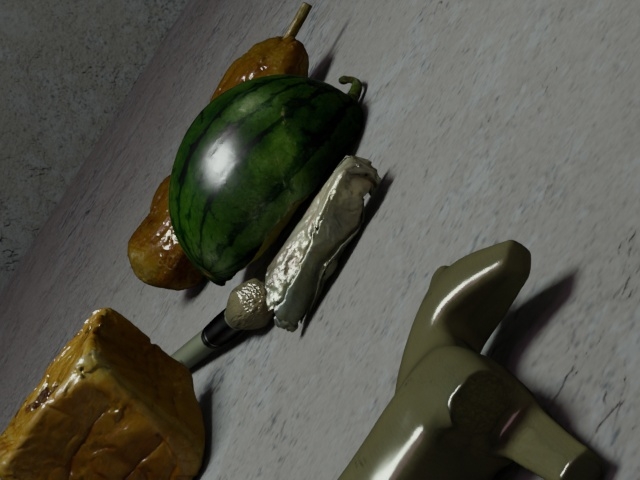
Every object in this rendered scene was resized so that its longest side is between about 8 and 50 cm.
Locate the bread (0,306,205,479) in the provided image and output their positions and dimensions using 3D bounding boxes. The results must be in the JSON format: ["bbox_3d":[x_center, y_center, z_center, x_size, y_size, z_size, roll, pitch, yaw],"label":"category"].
[{"bbox_3d":[-0.183,0.166,1.411,0.149,0.143,0.158,-49,16,14],"label":"bread"}]

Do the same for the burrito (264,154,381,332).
[{"bbox_3d":[0.000,0.000,1.311,0.149,0.041,0.055,-59,27,3],"label":"burrito"}]

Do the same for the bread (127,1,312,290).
[{"bbox_3d":[-0.090,-0.098,1.752,0.124,0.084,0.344,28,87,54],"label":"bread"}]

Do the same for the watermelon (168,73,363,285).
[{"bbox_3d":[-0.062,-0.076,1.519,0.232,0.127,0.204,-53,11,5],"label":"watermelon"}]

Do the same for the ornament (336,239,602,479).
[{"bbox_3d":[0.058,0.108,0.843,0.230,0.061,0.245,-57,17,2],"label":"ornament"}]

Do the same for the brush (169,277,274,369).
[{"bbox_3d":[-0.102,0.089,1.512,0.299,0.039,0.042,-37,65,62],"label":"brush"}]
